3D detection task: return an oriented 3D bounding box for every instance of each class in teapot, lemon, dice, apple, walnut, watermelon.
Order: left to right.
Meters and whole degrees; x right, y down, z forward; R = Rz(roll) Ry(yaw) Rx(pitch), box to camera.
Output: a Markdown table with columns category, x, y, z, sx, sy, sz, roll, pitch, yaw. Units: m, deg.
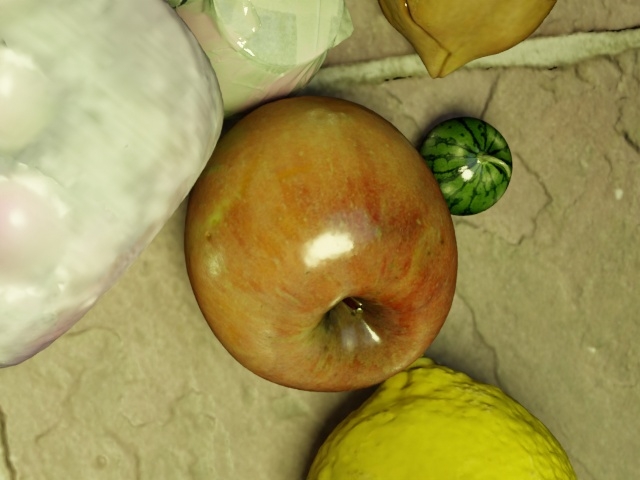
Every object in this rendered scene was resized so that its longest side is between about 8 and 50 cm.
| category | x | y | z | sx | sy | sz | roll | pitch | yaw |
| --- | --- | --- | --- | --- | --- | --- | --- | --- | --- |
| dice | -0.255 | -0.084 | 0.847 | 0.271 | 0.270 | 0.270 | 42 | 70 | -18 |
| teapot | -0.078 | -0.217 | 0.990 | 0.163 | 0.178 | 0.221 | -46 | 105 | -21 |
| apple | 0.000 | 0.000 | 0.996 | 0.254 | 0.253 | 0.253 | 1 | 87 | -26 |
| lemon | 0.109 | 0.261 | 1.012 | 0.268 | 0.268 | 0.321 | -7 | 94 | -26 |
| watermelon | 0.141 | -0.074 | 1.130 | 0.109 | 0.109 | 0.109 | 1 | 87 | -26 |
| walnut | 0.151 | -0.300 | 1.101 | 0.203 | 0.203 | 0.297 | 5 | 102 | -25 |
